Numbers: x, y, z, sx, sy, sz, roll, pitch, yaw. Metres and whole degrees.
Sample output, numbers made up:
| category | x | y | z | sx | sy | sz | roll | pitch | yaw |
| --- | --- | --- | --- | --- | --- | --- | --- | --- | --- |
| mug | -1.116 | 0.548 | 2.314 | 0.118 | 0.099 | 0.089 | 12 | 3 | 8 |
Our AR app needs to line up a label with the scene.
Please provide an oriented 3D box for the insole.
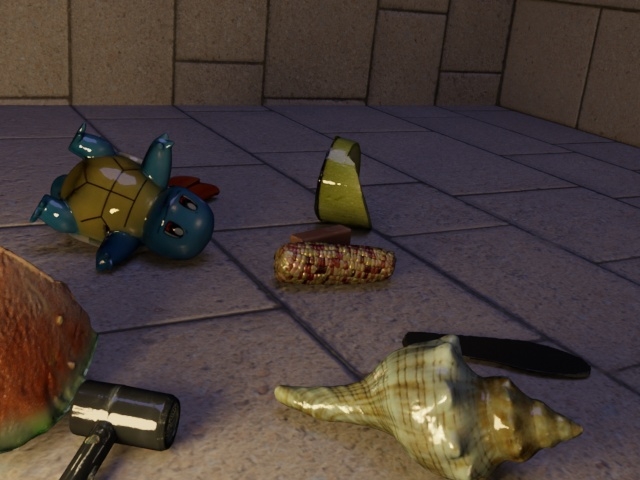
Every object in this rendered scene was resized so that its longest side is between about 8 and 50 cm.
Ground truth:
| category | x | y | z | sx | sy | sz | roll | pitch | yaw |
| --- | --- | --- | --- | --- | --- | --- | --- | --- | --- |
| insole | 0.291 | 0.188 | 1.255 | 0.310 | 0.012 | 0.110 | 6 | 21 | 2 |

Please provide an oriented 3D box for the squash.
| category | x | y | z | sx | sy | sz | roll | pitch | yaw |
| --- | --- | --- | --- | --- | --- | --- | --- | --- | --- |
| squash | 0.069 | -0.143 | 1.808 | 0.133 | 0.220 | 0.220 | 7 | 20 | 13 |

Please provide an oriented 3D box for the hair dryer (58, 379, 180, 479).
| category | x | y | z | sx | sy | sz | roll | pitch | yaw |
| --- | --- | --- | --- | --- | --- | --- | --- | --- | --- |
| hair dryer | -0.255 | 0.249 | 0.873 | 0.125 | 0.071 | 0.219 | 9 | 27 | 8 |

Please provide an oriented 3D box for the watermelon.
| category | x | y | z | sx | sy | sz | roll | pitch | yaw |
| --- | --- | --- | --- | --- | --- | --- | --- | --- | --- |
| watermelon | -0.394 | 0.156 | 0.920 | 0.222 | 0.319 | 0.292 | 28 | 53 | -24 |

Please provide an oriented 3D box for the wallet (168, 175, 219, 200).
| category | x | y | z | sx | sy | sz | roll | pitch | yaw |
| --- | --- | --- | --- | --- | --- | --- | --- | --- | --- |
| wallet | -0.357 | -0.115 | 1.860 | 0.143 | 0.045 | 0.204 | 12 | 20 | 17 |

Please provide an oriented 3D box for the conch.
| category | x | y | z | sx | sy | sz | roll | pitch | yaw |
| --- | --- | --- | --- | --- | --- | --- | --- | --- | --- |
| conch | 0.137 | 0.199 | 0.975 | 0.386 | 0.169 | 0.203 | 19 | -2 | 27 |

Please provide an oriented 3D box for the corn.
| category | x | y | z | sx | sy | sz | roll | pitch | yaw |
| --- | --- | --- | --- | --- | --- | --- | --- | --- | --- |
| corn | 0.034 | 0.047 | 1.471 | 0.254 | 0.086 | 0.086 | 3 | 20 | -16 |

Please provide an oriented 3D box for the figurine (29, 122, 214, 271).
| category | x | y | z | sx | sy | sz | roll | pitch | yaw |
| --- | --- | --- | --- | --- | --- | --- | --- | --- | --- |
| figurine | -0.426 | -0.073 | 1.525 | 0.417 | 0.243 | 0.297 | 13 | 64 | 26 |

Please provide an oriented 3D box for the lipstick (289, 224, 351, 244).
| category | x | y | z | sx | sy | sz | roll | pitch | yaw |
| --- | --- | --- | --- | --- | --- | --- | --- | --- | --- |
| lipstick | 0.000 | 0.000 | 1.644 | 0.145 | 0.045 | 0.045 | -12 | 25 | -41 |
